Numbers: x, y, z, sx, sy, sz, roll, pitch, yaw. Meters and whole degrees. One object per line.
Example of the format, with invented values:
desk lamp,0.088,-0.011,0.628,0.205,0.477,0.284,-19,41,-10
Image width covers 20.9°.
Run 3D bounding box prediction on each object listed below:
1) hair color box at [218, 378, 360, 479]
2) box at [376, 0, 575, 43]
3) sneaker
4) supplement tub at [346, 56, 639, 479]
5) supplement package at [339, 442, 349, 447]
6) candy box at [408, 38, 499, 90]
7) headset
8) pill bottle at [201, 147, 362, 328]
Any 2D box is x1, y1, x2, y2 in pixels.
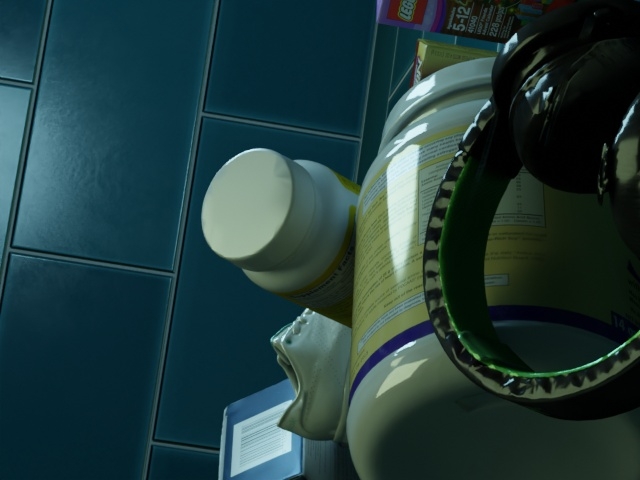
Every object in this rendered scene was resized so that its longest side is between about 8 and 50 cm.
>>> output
hair color box,0.021,0.330,1.854,0.347,0.105,0.174,57,-163,-28
box,0.183,-0.336,1.762,0.057,0.201,0.293,-87,8,-49
sneaker,-0.001,0.087,1.677,0.080,0.094,0.212,108,167,-67
supplement tub,0.144,0.041,1.358,0.241,0.241,0.331,105,172,-47
supplement package,0.129,0.102,1.725,0.293,0.175,0.177,116,160,-71
candy box,0.172,-0.114,1.589,0.053,0.186,0.109,-117,37,-76
headset,0.192,-0.079,1.076,0.394,0.185,0.243,-56,40,10
pill bottle,0.000,0.000,1.510,0.208,0.119,0.119,28,-125,-48
